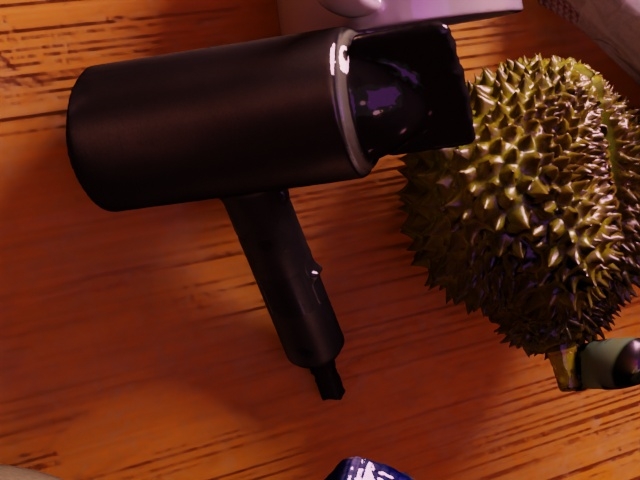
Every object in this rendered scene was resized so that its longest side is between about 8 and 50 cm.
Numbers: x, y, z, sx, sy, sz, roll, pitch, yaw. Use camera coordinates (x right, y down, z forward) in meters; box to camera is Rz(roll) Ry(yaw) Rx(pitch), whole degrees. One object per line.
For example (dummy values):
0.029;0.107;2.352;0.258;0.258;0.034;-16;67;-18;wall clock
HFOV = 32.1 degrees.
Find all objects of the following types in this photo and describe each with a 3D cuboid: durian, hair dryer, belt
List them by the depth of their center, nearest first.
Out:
0.000;0.000;0.608;0.078;0.195;0.248;-76;154;-46;hair dryer
0.199;-0.124;0.660;0.053;0.232;0.071;-19;146;-24;belt
0.132;-0.018;0.671;0.159;0.146;0.198;-54;125;-27;durian

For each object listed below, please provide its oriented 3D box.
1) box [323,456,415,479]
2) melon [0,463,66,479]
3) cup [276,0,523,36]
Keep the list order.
-0.026;0.247;0.536;0.071;0.168;0.259;32;41;-6;box
-0.197;0.226;0.462;0.308;0.271;0.272;-47;118;-50;melon
0.020;-0.181;0.591;0.173;0.134;0.142;-15;101;-38;cup
